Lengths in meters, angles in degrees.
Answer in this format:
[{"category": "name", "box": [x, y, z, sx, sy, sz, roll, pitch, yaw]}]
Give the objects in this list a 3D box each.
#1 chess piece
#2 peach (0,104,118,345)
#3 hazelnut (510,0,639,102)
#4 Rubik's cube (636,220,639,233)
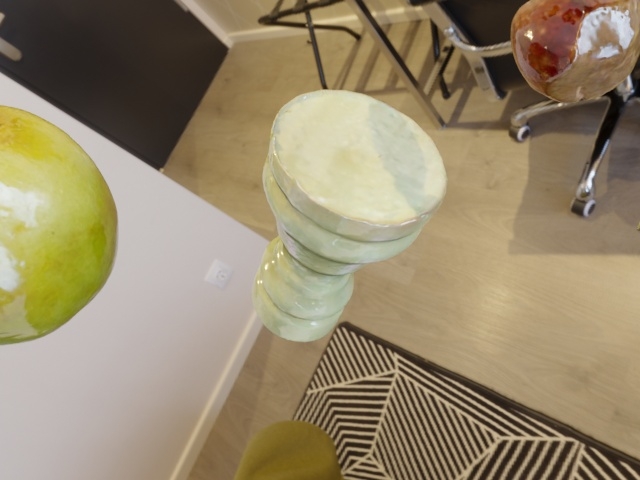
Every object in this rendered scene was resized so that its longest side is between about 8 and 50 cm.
[{"category": "chess piece", "box": [0.000, 0.000, 0.769, 0.442, 0.234, 0.234, 114, 157, -55]}, {"category": "peach", "box": [-0.415, -0.016, 0.621, 0.314, 0.281, 0.316, -114, 25, -60]}, {"category": "hazelnut", "box": [0.306, -0.245, 0.584, 0.143, 0.154, 0.143, 179, 90, -69]}, {"category": "Rubik's cube", "box": [0.522, -0.024, 0.693, 0.111, 0.093, 0.111, 23, 120, 48]}]
